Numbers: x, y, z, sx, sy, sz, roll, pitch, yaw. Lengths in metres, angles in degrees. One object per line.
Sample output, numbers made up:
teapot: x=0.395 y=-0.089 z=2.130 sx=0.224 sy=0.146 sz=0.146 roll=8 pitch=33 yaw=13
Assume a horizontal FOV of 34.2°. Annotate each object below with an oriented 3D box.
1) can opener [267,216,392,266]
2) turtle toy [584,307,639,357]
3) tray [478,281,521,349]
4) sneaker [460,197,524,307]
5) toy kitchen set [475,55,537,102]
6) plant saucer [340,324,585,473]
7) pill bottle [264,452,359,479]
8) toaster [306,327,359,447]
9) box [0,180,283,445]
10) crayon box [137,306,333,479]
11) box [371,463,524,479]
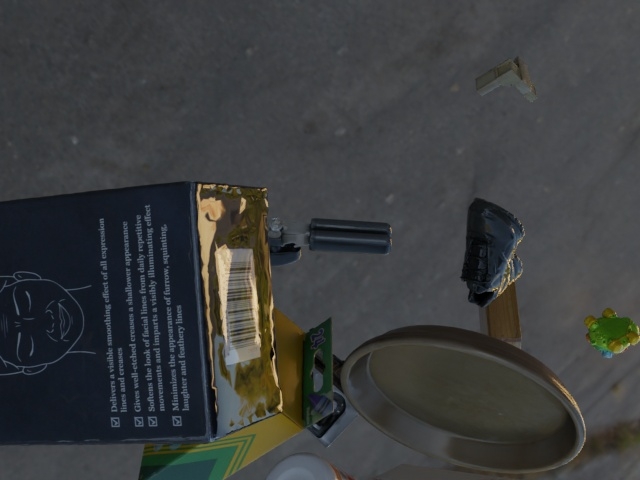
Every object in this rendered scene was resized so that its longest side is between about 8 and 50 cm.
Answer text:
can opener: x=0.000 y=0.000 z=2.041 sx=0.280 sy=0.074 sz=0.093 roll=0 pitch=131 yaw=3
turtle toy: x=0.584 y=0.188 z=2.070 sx=0.130 sy=0.095 sz=0.066 roll=-17 pitch=138 yaw=-27
tray: x=0.419 y=0.149 z=2.482 sx=0.076 sy=0.411 sz=0.203 roll=0 pitch=132 yaw=5
sneaker: x=0.330 y=0.032 z=2.053 sx=0.130 sy=0.109 sz=0.286 roll=-50 pitch=144 yaw=-23
toy kitchen set: x=0.326 y=-0.280 z=1.833 sx=0.075 sy=0.068 sz=0.083 roll=-30 pitch=130 yaw=30
plant saucer: x=0.158 y=0.177 z=1.164 sx=0.278 sy=0.277 sz=0.041 roll=88 pitch=20 yaw=-53
pill bottle: x=0.020 y=0.381 z=1.434 sx=0.121 sy=0.121 sz=0.216 roll=-43 pitch=136 yaw=4
toaster: x=-0.004 y=0.260 z=1.848 sx=0.110 sy=0.168 sz=0.185 roll=-49 pitch=174 yaw=11
box: x=-0.272 y=0.091 z=1.296 sx=0.395 sy=0.294 sz=0.212 roll=-4 pitch=179 yaw=21
crayon box: x=-0.127 y=0.238 z=1.557 sx=0.323 sy=0.203 sz=0.083 roll=-35 pitch=120 yaw=23
box: x=0.272 y=0.534 z=1.843 sx=0.168 sy=0.345 sz=0.215 roll=7 pitch=86 yaw=-65
